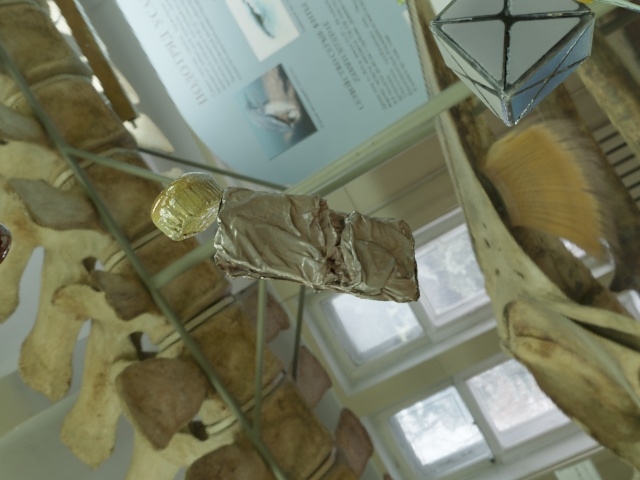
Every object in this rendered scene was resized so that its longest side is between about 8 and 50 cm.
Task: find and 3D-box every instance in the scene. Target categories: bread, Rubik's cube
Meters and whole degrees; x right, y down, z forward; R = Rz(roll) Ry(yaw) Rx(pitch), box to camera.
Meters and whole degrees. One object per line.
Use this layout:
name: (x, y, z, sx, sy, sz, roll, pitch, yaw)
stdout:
bread: (-0.286, -0.080, 1.345, 0.106, 0.140, 0.236, 43, -170, 0)
Rubik's cube: (0.435, -0.457, 1.380, 0.255, 0.259, 0.260, 50, -170, 17)

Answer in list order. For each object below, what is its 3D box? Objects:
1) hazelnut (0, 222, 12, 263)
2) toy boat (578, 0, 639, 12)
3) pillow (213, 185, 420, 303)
hazelnut: (-0.704, 0.005, 1.221, 0.143, 0.154, 0.143, -3, -90, -89)
toy boat: (0.396, -0.397, 0.931, 0.291, 0.067, 0.220, 5, -154, -18)
pillow: (0.000, 0.000, 0.716, 0.049, 0.248, 0.135, 109, 167, -50)
